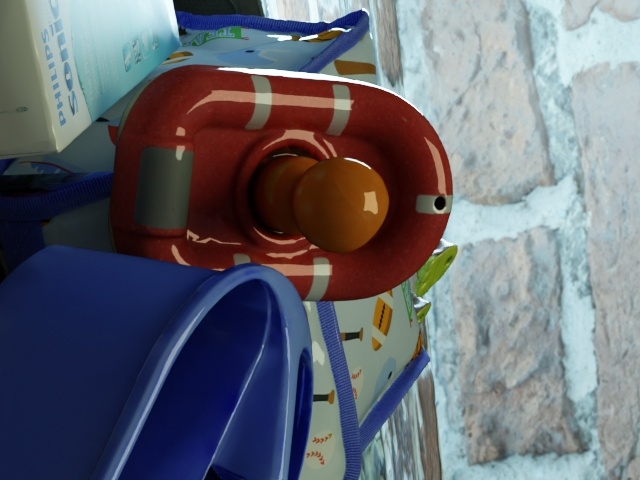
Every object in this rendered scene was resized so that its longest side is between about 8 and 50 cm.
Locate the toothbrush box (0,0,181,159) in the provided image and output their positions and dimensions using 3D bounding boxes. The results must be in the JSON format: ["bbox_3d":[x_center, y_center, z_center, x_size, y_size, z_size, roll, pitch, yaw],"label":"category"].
[{"bbox_3d":[-0.200,-0.187,1.210,0.295,0.126,0.216,-64,146,-69],"label":"toothbrush box"}]

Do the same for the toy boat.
[{"bbox_3d":[-0.010,-0.028,1.192,0.151,0.231,0.151,17,-77,56],"label":"toy boat"}]

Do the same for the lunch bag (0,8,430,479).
[{"bbox_3d":[-0.083,0.037,1.400,0.385,0.239,0.327,-44,128,-54],"label":"lunch bag"}]

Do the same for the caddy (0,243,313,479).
[{"bbox_3d":[-0.111,0.166,1.093,0.341,0.179,0.241,-66,154,-22],"label":"caddy"}]

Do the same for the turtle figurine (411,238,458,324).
[{"bbox_3d":[0.000,0.000,1.633,0.269,0.217,0.087,-62,164,25],"label":"turtle figurine"}]

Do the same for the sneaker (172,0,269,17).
[{"bbox_3d":[-0.100,-0.136,1.641,0.341,0.125,0.139,64,28,-51],"label":"sneaker"}]
